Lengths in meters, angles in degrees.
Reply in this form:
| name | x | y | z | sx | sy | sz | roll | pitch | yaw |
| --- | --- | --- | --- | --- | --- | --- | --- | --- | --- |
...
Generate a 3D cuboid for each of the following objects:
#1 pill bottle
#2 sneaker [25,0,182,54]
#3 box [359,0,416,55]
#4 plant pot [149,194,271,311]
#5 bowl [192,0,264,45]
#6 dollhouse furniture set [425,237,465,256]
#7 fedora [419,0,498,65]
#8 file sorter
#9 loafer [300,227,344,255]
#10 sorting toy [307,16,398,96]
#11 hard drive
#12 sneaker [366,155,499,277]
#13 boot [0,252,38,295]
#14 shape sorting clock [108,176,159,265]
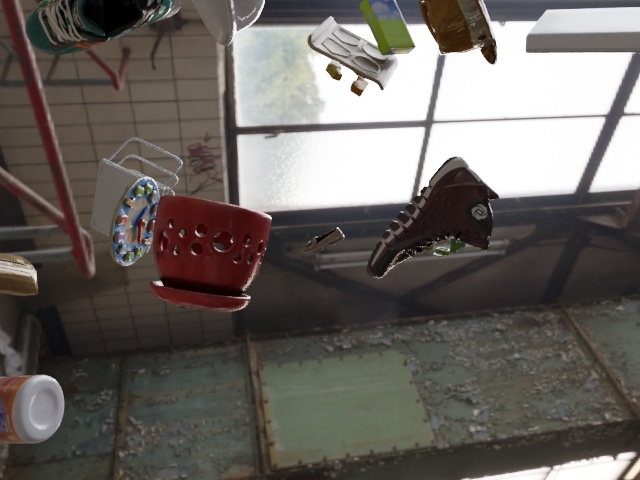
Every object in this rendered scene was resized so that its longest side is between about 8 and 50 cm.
| name | x | y | z | sx | sy | sz | roll | pitch | yaw |
| --- | --- | --- | --- | --- | --- | --- | --- | --- | --- |
| pill bottle | -0.602 | 0.315 | 1.067 | 0.121 | 0.216 | 0.121 | -7 | 90 | -75 |
| sneaker | -0.376 | -0.367 | 0.923 | 0.121 | 0.302 | 0.108 | -58 | 134 | -58 |
| box | 0.178 | -0.588 | 1.551 | 0.042 | 0.109 | 0.178 | -34 | -104 | 53 |
| plant pot | -0.188 | 0.025 | 0.970 | 0.191 | 0.191 | 0.174 | -178 | -83 | -79 |
| bowl | -0.180 | -0.544 | 1.108 | 0.298 | 0.134 | 0.298 | 56 | -17 | 26 |
| dollhouse furniture set | 0.295 | -0.001 | 1.490 | 0.151 | 0.058 | 0.076 | 14 | -71 | 36 |
| fedora | 0.200 | -0.337 | 0.867 | 0.194 | 0.079 | 0.194 | 56 | 19 | -30 |
| file sorter | -0.557 | -0.140 | 1.761 | 0.278 | 0.192 | 0.173 | -61 | -176 | 41 |
| loafer | 0.000 | 0.000 | 1.537 | 0.045 | 0.125 | 0.039 | -97 | 162 | -54 |
| sorting toy | 0.073 | -0.458 | 1.463 | 0.041 | 0.229 | 0.307 | -56 | -177 | 39 |
| hard drive | 0.659 | -0.464 | 1.265 | 0.233 | 0.353 | 0.047 | -48 | 138 | -44 |
| sneaker | 0.222 | -0.006 | 1.069 | 0.281 | 0.162 | 0.106 | -52 | 167 | 10 |
| boot | -0.637 | 0.068 | 1.052 | 0.236 | 0.269 | 0.089 | 35 | -85 | 30 |
| shape sorting clock | -0.410 | -0.042 | 1.288 | 0.206 | 0.040 | 0.206 | 15 | 90 | -86 |
